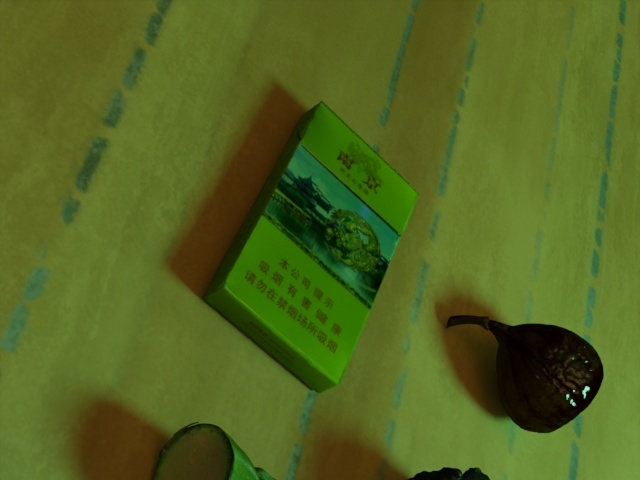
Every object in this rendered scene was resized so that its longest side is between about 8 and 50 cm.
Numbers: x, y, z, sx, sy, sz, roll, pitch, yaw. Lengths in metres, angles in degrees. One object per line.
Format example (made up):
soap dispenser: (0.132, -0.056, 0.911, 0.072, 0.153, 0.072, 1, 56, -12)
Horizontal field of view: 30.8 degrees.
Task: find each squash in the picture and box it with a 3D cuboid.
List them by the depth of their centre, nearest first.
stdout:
squash: (-0.093, 0.255, 1.184, 0.132, 0.105, 0.105, 39, 46, -45)

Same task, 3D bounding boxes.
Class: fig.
fig: (0.269, 0.146, 1.524, 0.201, 0.134, 0.146, 48, 36, -1)

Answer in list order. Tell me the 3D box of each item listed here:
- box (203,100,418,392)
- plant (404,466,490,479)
box: (0.000, 0.000, 1.410, 0.187, 0.047, 0.335, 41, 47, -18)
plant: (0.144, 0.360, 1.297, 0.142, 0.131, 0.203, 13, 63, -40)
